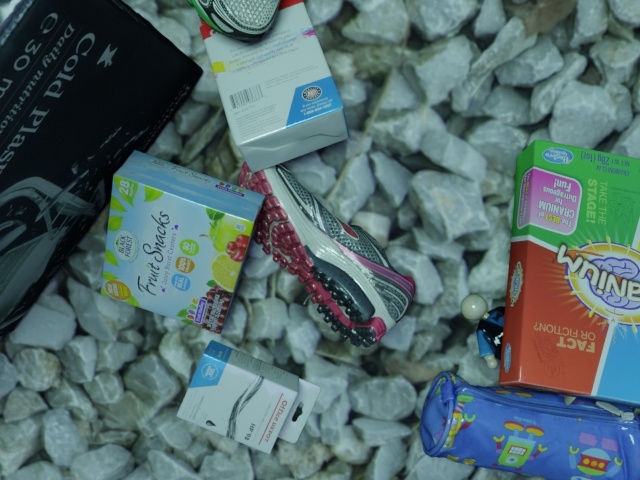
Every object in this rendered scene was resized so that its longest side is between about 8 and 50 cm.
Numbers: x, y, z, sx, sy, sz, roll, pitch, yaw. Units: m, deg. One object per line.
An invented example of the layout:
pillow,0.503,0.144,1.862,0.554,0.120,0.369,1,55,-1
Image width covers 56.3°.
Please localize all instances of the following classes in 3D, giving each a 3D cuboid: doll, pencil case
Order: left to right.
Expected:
doll,0.276,0.138,0.827,0.189,0.046,0.129,35,54,20
pencil case,0.297,0.264,0.834,0.306,0.119,0.133,11,121,-2

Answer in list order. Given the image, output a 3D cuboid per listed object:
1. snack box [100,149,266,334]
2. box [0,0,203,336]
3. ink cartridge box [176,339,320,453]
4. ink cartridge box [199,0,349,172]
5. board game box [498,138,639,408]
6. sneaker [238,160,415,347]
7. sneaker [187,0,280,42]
snack box,-0.183,0.009,0.776,0.175,0.070,0.207,20,126,-4
box,-0.410,-0.100,0.596,0.297,0.472,0.480,38,97,-6
ink cartridge box,-0.099,0.230,0.858,0.180,0.060,0.104,23,98,-4
ink cartridge box,-0.064,-0.218,0.751,0.134,0.078,0.231,-19,69,3
board game box,0.367,0.045,0.766,0.242,0.064,0.316,10,74,-2
sneaker,0.000,0.000,0.807,0.112,0.121,0.299,-37,87,-30
sneaker,-0.083,-0.384,0.618,0.134,0.146,0.343,-12,115,-29
